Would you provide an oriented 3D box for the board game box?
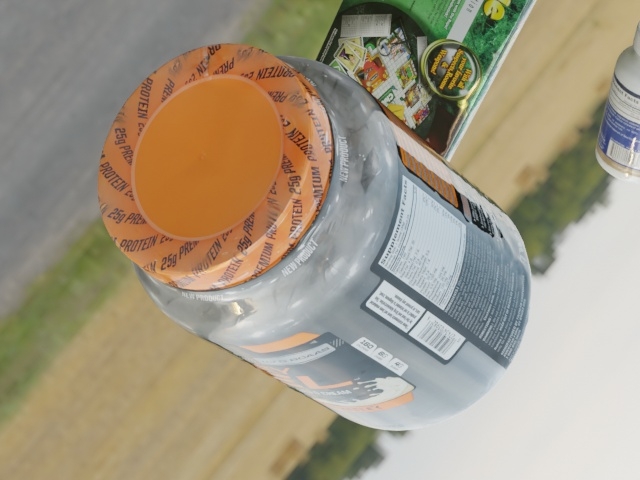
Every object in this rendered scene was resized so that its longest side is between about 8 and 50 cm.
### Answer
[{"bbox_3d":[0.077,-0.159,1.547,0.030,0.136,0.260,-43,165,-47],"label":"board game box"}]

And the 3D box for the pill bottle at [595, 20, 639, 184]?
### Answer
[{"bbox_3d":[0.250,-0.107,1.489,0.067,0.067,0.120,-47,153,-47],"label":"pill bottle"}]

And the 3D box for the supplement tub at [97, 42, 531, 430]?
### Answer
[{"bbox_3d":[0.000,0.000,1.312,0.193,0.193,0.316,-51,145,3],"label":"supplement tub"}]
